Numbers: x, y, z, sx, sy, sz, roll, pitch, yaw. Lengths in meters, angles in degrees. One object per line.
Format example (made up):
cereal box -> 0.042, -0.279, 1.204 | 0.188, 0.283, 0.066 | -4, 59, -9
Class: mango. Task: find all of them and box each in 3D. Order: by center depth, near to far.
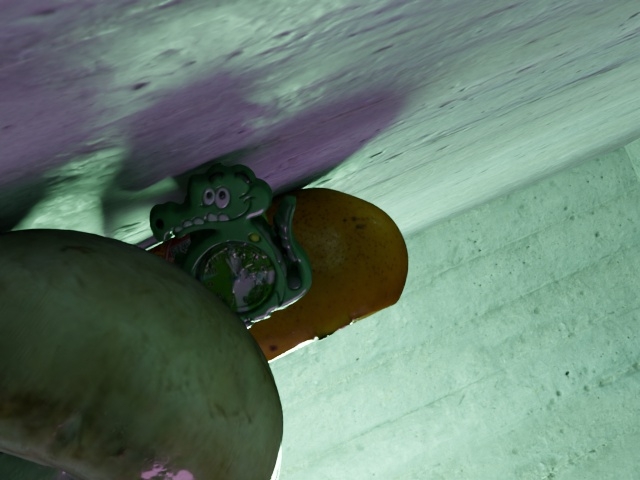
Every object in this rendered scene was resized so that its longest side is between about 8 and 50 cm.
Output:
mango -> -0.036, 0.042, 1.177 | 0.290, 0.191, 0.160 | -29, 169, -6

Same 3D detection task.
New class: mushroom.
mushroom -> -0.195, 0.143, 0.764 | 0.352, 0.352, 0.260 | -32, -152, 60

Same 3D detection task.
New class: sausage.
sausage -> -0.173, 0.019, 1.135 | 0.145, 0.048, 0.050 | -25, -161, 15

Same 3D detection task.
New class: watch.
watch -> -0.077, -0.004, 0.903 | 0.131, 0.165, 0.152 | -17, -163, 3
